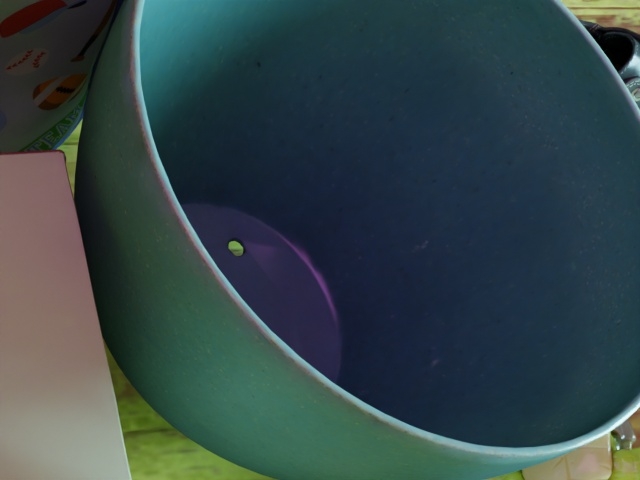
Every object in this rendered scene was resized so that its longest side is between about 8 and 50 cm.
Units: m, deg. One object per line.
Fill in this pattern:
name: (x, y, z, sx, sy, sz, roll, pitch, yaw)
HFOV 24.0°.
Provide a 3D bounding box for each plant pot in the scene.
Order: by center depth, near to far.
plant pot: (0.000, 0.000, 0.727, 0.290, 0.195, 0.290, 18, 54, -26)

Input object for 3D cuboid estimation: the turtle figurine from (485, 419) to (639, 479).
turtle figurine: (0.141, 0.091, 0.806, 0.270, 0.087, 0.217, -10, 58, 15)

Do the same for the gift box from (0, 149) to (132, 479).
gift box: (-0.173, 0.127, 0.591, 0.276, 0.255, 0.258, -7, 55, -13)

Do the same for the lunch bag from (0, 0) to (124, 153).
lunch bag: (-0.230, -0.085, 0.701, 0.303, 0.243, 0.115, -29, 77, -25)

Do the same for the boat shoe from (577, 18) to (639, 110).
boat shoe: (0.186, -0.087, 0.920, 0.233, 0.079, 0.084, 14, 61, -11)
